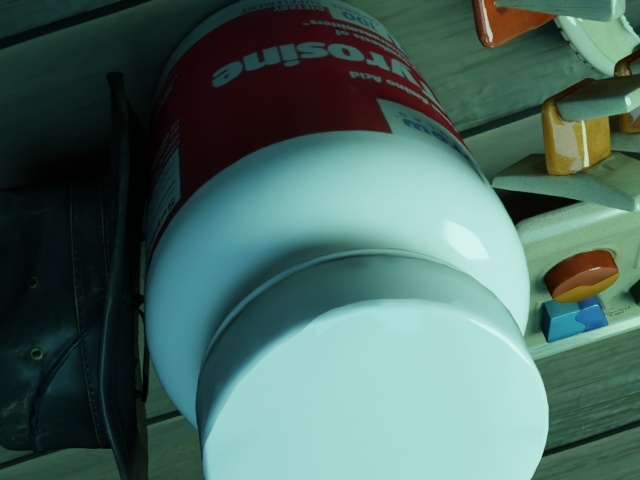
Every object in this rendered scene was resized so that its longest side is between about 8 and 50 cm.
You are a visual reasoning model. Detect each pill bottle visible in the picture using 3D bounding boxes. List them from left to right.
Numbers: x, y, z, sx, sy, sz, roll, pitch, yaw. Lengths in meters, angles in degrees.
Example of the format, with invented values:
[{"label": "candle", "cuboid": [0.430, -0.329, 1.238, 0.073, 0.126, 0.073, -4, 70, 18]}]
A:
[{"label": "pill bottle", "cuboid": [0.000, 0.000, 0.653, 0.229, 0.407, 0.229, -4, 121, -7]}]

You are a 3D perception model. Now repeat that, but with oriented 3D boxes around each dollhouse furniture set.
[{"label": "dollhouse furniture set", "cuboid": [0.162, -0.183, 0.555, 0.259, 0.135, 0.262, -30, 118, -37]}]

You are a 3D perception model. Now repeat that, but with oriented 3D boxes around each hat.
[{"label": "hat", "cuboid": [-0.191, 0.047, 0.708, 0.134, 0.331, 0.331, -1, 120, -6]}]

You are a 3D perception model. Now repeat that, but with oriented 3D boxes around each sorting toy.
[{"label": "sorting toy", "cuboid": [0.318, 0.017, 0.884, 0.307, 0.041, 0.229, -17, 147, 1]}]

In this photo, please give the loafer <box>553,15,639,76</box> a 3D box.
[{"label": "loafer", "cuboid": [0.181, -0.238, 0.721, 0.092, 0.102, 0.268, -29, 120, 15]}]
